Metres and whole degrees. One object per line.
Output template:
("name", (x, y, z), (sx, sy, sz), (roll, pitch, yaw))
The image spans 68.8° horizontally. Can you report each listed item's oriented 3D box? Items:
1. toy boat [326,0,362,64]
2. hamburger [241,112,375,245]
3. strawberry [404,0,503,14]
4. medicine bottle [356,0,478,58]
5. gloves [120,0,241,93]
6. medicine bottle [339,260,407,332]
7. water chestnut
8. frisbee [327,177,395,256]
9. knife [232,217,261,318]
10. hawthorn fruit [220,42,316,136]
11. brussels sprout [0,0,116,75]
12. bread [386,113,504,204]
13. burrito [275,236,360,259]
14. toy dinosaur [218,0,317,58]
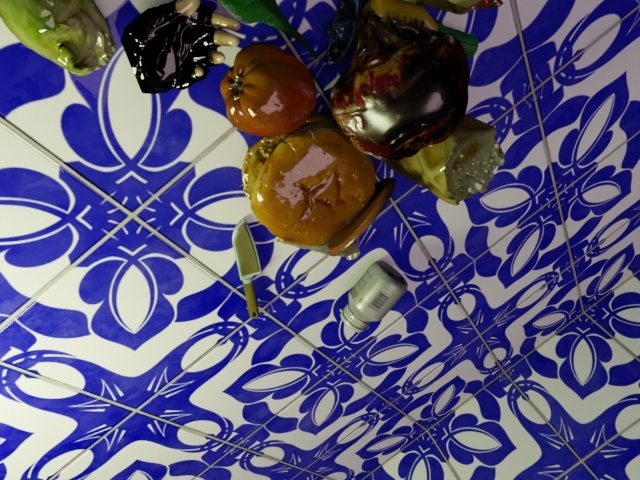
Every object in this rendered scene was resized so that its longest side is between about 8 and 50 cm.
("toy boat", (0.043, -0.427, 0.956), (0.061, 0.060, 0.137), (-20, 142, -40))
("hamburger", (-0.019, -0.128, 1.086), (0.290, 0.170, 0.314), (-48, 133, 13))
("strawberry", (0.240, -0.589, 0.820), (0.292, 0.292, 0.344), (2, 110, -30))
("medicine bottle", (0.220, -0.452, 1.025), (0.308, 0.076, 0.111), (-2, 142, -29))
("gloves", (-0.238, -0.345, 0.821), (0.203, 0.124, 0.164), (-21, 145, -11))
("medicine bottle", (0.160, 0.181, 1.463), (0.135, 0.135, 0.215), (23, 113, -40))
("water chestnut", (0.161, -0.301, 0.936), (0.289, 0.244, 0.289), (-16, 163, -5))
("frisbee", (0.099, -0.062, 1.179), (0.021, 0.251, 0.251), (39, 103, -11))
("knife", (-0.190, 0.082, 1.261), (0.061, 0.027, 0.343), (-15, 129, -13))
("hawthorn fruit", (-0.098, -0.290, 0.916), (0.189, 0.189, 0.189), (-15, 132, -18))
("brussels sprout", (-0.406, -0.348, 0.717), (0.131, 0.145, 0.183), (-59, 178, -9))
("bread", (0.284, -0.219, 1.139), (0.238, 0.252, 0.196), (-17, 128, -23))
("burrito", (0.000, 0.000, 1.282), (0.275, 0.059, 0.082), (16, 126, -37))
("toy dinosaur", (-0.116, -0.391, 0.729), (0.447, 0.301, 0.087), (22, 111, -38))
